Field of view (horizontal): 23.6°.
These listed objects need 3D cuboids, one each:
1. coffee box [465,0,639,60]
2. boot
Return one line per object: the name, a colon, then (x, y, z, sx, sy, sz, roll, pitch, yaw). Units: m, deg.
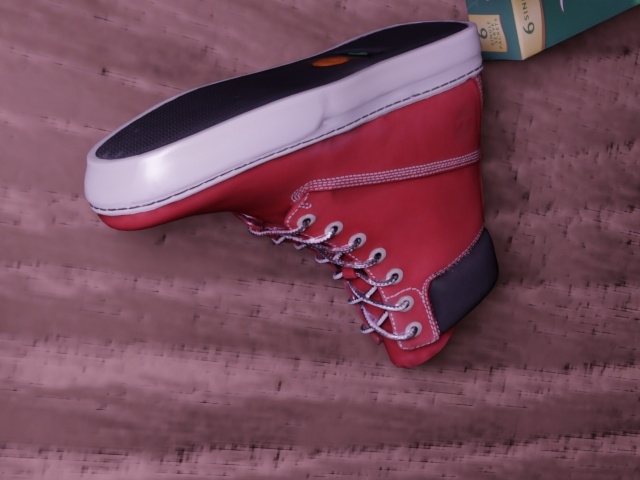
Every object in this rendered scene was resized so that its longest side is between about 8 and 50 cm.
coffee box: (0.154, -0.183, 0.888, 0.184, 0.040, 0.113, -26, 113, -34)
boot: (0.000, 0.000, 0.766, 0.244, 0.088, 0.176, -21, 112, -39)
